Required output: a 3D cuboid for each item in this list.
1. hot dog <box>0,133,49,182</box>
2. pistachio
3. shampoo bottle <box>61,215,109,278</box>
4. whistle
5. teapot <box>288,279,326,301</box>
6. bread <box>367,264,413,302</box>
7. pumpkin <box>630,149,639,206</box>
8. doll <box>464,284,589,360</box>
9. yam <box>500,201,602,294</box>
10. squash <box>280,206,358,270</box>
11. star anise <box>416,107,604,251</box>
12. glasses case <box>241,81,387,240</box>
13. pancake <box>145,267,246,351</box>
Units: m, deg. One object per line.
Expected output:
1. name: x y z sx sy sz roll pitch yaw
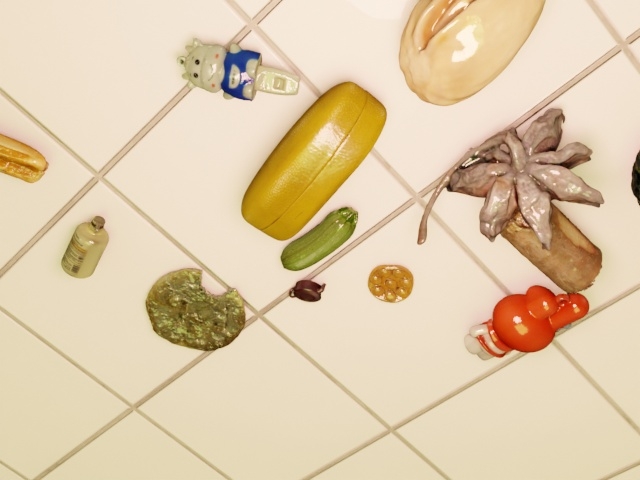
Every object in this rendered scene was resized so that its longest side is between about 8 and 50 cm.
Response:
1. hot dog: -0.708 -0.199 1.540 0.249 0.076 0.102 16 140 -10
2. pistachio: 0.273 -0.381 1.274 0.318 0.214 0.194 -41 69 19
3. shampoo bottle: -0.534 0.008 1.650 0.079 0.079 0.162 28 119 -11
4. whistle: -0.161 -0.324 1.399 0.244 0.092 0.110 13 111 -1
5. teapot: -0.031 0.115 1.685 0.100 0.045 0.068 -8 144 30
6. bread: 0.163 0.099 1.666 0.109 0.024 0.110 2 121 4
7. pumpkin: 0.717 -0.126 1.392 0.220 0.162 0.221 1 126 2
8. doll: 0.461 0.186 1.623 0.161 0.130 0.290 33 130 -25
9. yam: 0.475 -0.002 1.510 0.238 0.128 0.129 39 140 -15
10. squash: 0.000 0.000 1.596 0.219 0.068 0.077 -39 106 24
11. star anise: 0.377 -0.110 1.388 0.139 0.315 0.360 34 81 -53
12. glasses case: -0.030 -0.153 1.442 0.141 0.173 0.371 32 120 -18
13. pancake: -0.306 0.174 1.754 0.253 0.037 0.254 3 121 5
